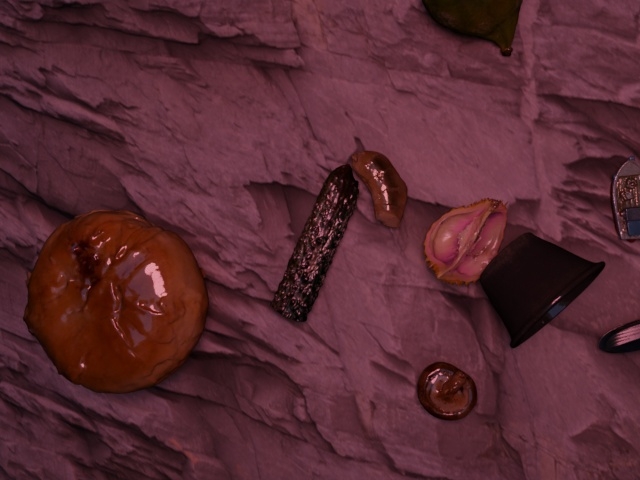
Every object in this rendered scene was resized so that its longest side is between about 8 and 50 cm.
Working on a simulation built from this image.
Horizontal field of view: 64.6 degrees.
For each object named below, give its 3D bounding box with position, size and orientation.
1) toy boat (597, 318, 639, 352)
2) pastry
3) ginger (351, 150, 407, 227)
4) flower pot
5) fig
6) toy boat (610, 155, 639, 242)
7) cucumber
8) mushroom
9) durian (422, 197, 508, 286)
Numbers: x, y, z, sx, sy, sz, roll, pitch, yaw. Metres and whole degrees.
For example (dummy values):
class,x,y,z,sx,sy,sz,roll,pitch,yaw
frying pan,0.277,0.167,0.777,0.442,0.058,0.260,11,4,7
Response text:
class,x,y,z,sx,sy,sz,roll,pitch,yaw
toy boat,0.633,0.192,1.021,0.141,0.060,0.055,-25,87,17
pastry,-0.438,0.130,1.118,0.409,0.245,0.410,0,87,9
ginger,0.134,-0.118,1.101,0.095,0.069,0.190,-31,85,5
flower pot,0.414,0.081,0.996,0.235,0.235,0.148,-44,65,8
fig,0.336,-0.492,1.039,0.235,0.203,0.203,37,98,-32
toy boat,0.627,-0.081,1.017,0.069,0.059,0.173,-4,90,10
cucumber,0.000,0.000,1.117,0.096,0.096,0.359,25,94,9
mushroom,0.265,0.320,1.072,0.127,0.087,0.127,-1,86,10
durian,0.302,0.007,1.043,0.165,0.132,0.183,6,80,-1
